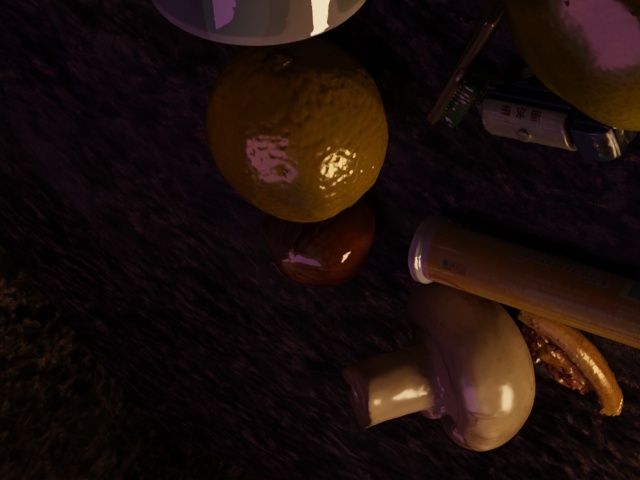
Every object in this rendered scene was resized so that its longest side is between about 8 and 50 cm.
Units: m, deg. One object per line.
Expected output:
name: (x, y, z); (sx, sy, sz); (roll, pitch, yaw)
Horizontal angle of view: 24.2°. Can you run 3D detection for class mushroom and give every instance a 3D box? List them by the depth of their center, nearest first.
mushroom: (0.185, 0.216, 2.366); (0.292, 0.290, 0.293); (159, 90, -82)

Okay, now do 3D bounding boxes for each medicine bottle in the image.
medicine bottle: (0.329, 0.068, 2.146); (0.426, 0.108, 0.108); (19, 153, 34)

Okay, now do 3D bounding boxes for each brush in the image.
brush: (0.189, -0.215, 1.850); (0.048, 0.054, 0.282); (25, 157, 1)

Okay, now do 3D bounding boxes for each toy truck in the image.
toy truck: (0.281, -0.154, 1.796); (0.201, 0.088, 0.074); (16, 150, 37)

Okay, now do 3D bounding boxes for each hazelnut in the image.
hazelnut: (0.000, 0.000, 2.387); (0.182, 0.182, 0.182); (29, 157, 14)

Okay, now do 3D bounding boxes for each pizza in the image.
pizza: (0.392, 0.187, 2.365); (0.134, 0.056, 0.271); (5, 143, 45)

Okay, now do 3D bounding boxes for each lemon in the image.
lemon: (-0.031, -0.155, 2.024); (0.267, 0.267, 0.267); (29, 157, 14)

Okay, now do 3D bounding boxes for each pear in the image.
pear: (0.302, -0.238, 1.376); (0.294, 0.294, 0.294); (29, 157, 14)

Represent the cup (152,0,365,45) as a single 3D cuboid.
cup: (-0.118, -0.393, 1.562); (0.356, 0.259, 0.274); (2, 134, 3)
